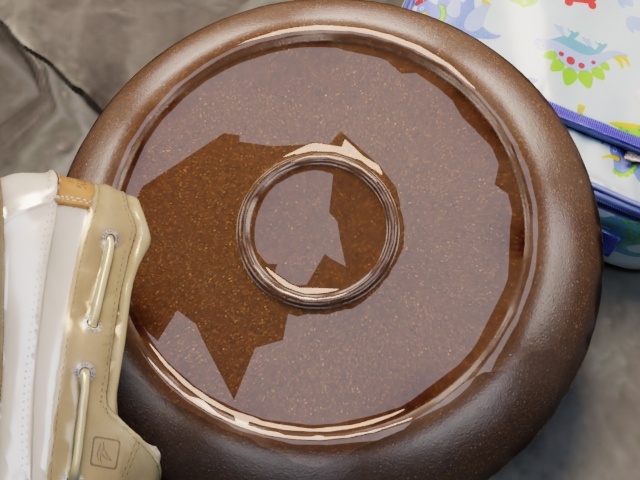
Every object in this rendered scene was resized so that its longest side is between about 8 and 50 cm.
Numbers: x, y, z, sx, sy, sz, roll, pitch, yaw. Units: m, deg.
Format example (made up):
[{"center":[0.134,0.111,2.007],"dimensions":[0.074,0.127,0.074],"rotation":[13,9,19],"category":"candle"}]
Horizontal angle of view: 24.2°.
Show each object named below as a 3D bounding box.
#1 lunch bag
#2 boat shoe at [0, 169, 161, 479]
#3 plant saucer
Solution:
[{"center":[0.145,-0.089,0.918],"dimensions":[0.219,0.090,0.176],"rotation":[23,63,5],"category":"lunch bag"},{"center":[-0.127,0.113,0.719],"dimensions":[0.103,0.113,0.302],"rotation":[0,82,-19],"category":"boat shoe"},{"center":[0.000,0.000,0.816],"dimensions":[0.310,0.050,0.310],"rotation":[-1,73,4],"category":"plant saucer"}]
